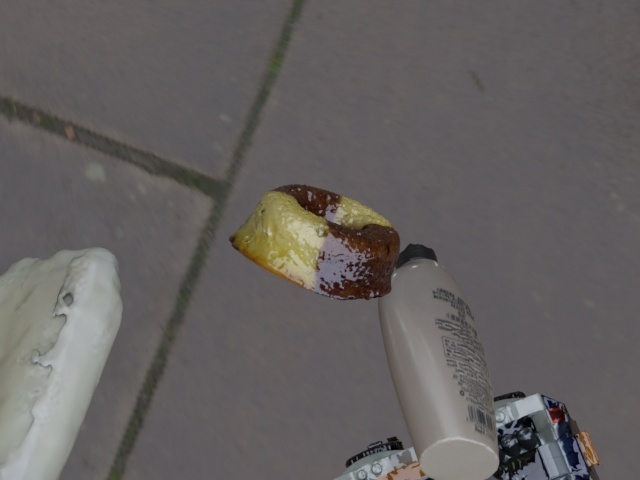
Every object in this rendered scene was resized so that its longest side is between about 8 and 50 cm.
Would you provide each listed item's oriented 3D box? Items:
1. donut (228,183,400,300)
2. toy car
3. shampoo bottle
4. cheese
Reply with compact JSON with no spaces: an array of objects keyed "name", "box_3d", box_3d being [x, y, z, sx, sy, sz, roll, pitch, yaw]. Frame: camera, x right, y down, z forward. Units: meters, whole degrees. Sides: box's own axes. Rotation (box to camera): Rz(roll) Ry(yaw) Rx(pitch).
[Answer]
[{"name":"donut","box_3d":[0.000,0.000,1.353,0.140,0.140,0.059,18,106,-14]},{"name":"toy car","box_3d":[0.158,0.278,1.855,0.301,0.118,0.193,-24,74,16]},{"name":"shampoo bottle","box_3d":[0.108,0.106,1.603,0.127,0.257,0.078,29,126,-32]},{"name":"cheese","box_3d":[-0.197,0.086,0.544,0.034,0.400,0.085,34,54,-34]}]
